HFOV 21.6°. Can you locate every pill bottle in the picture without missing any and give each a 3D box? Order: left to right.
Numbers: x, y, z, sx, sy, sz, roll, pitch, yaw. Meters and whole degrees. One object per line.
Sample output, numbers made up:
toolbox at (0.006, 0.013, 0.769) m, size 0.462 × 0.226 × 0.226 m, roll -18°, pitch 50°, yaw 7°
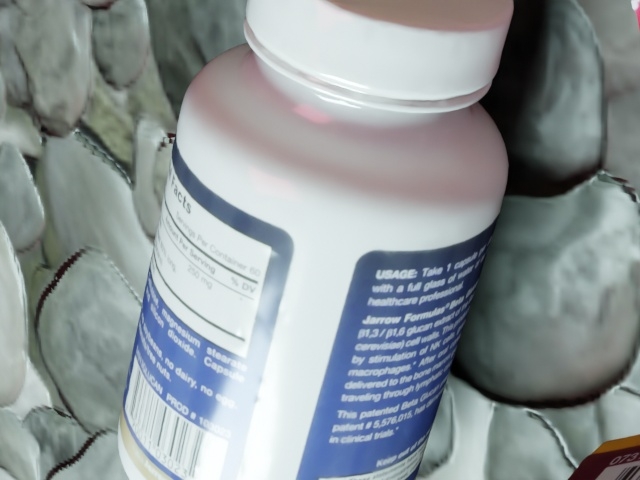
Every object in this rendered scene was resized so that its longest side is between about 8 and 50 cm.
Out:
pill bottle at (0.000, 0.000, 0.482) m, size 0.094 × 0.094 × 0.169 m, roll 36°, pitch 126°, yaw 32°

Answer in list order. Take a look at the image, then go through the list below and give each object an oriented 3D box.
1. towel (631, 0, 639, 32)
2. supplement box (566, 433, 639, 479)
towel at (0.149, -0.050, 0.361) m, size 0.198 × 0.031 × 0.275 m, roll -8°, pitch 98°, yaw 46°
supplement box at (0.128, 0.133, 0.376) m, size 0.104 × 0.081 × 0.188 m, roll -23°, pitch 101°, yaw 48°
